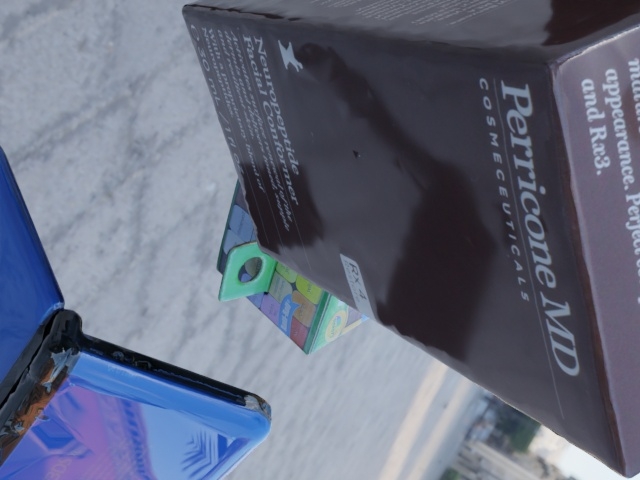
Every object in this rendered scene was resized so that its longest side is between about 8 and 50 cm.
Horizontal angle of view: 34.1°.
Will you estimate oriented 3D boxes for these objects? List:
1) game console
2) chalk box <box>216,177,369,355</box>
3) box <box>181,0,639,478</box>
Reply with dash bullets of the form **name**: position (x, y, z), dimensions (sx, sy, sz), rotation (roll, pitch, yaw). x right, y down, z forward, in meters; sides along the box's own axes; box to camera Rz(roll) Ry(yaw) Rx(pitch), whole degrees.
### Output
- **game console**: position (-0.205, 0.107, 0.816), dimensions (0.293, 0.250, 0.173), rotation (-47, -150, 40)
- **chalk box**: position (0.000, 0.000, 0.941), dimensions (0.213, 0.132, 0.132), rotation (-29, 150, -40)
- **box**: position (0.072, -0.050, 0.575), dimensions (0.143, 0.381, 0.191), rotation (-26, 114, -21)
